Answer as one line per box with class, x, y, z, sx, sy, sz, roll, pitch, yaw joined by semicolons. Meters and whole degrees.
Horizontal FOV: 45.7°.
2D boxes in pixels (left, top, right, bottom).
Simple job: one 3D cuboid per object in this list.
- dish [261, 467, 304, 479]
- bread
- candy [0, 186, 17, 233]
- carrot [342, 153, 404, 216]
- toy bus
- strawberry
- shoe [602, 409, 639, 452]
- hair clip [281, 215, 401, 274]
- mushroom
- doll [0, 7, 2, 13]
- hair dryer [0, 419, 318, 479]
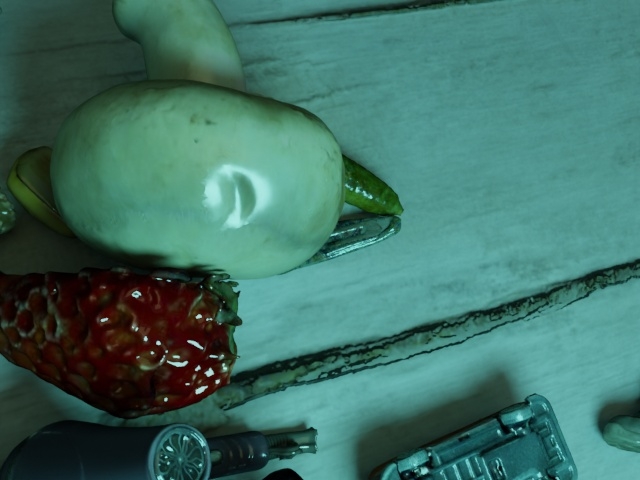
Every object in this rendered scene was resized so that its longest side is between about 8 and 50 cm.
dish;-0.040;0.260;0.744;0.141;0.141;0.078;4;102;-19
bread;-0.313;-0.052;0.890;0.115;0.056;0.082;43;39;-19
candy;-0.398;-0.026;0.839;0.095;0.085;0.110;42;55;3
carrot;-0.042;-0.120;1.006;0.358;0.074;0.074;30;67;-13
toy bus;0.174;0.289;0.931;0.265;0.120;0.121;-17;81;-24
strawberry;-0.212;0.104;0.781;0.280;0.253;0.150;4;81;-17
shoe;0.501;0.241;1.074;0.227;0.099;0.126;6;80;-24
hair clip;-0.001;0.001;1.000;0.229;0.036;0.066;-12;74;-16
mushroom;-0.154;-0.082;0.821;0.356;0.315;0.315;38;65;7
doll;-0.435;-0.301;0.914;0.095;0.070;0.195;-10;70;-7
hair dryer;-0.126;0.226;0.797;0.361;0.301;0.121;2;71;-45
